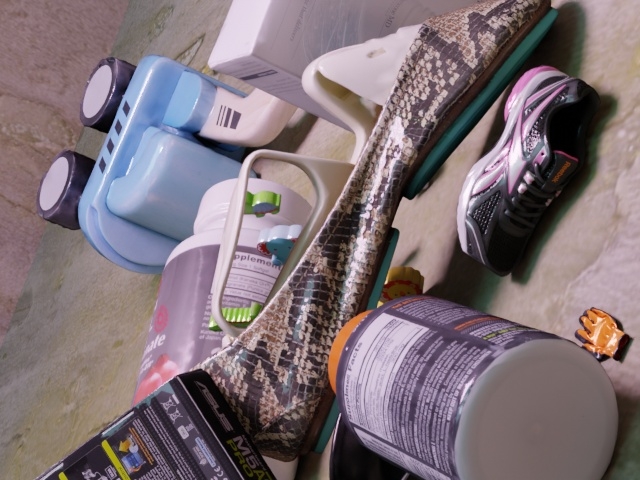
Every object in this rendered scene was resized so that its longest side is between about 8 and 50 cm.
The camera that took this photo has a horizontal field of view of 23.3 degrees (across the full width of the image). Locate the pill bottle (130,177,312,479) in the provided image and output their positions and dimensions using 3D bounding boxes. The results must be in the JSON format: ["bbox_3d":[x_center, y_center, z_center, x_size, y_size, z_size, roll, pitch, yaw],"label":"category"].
[{"bbox_3d":[-0.089,0.098,1.610,0.176,0.176,0.319,-44,29,50],"label":"pill bottle"}]

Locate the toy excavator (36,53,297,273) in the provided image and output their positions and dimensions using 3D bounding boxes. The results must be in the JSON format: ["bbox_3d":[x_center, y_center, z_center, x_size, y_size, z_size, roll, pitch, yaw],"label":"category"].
[{"bbox_3d":[-0.142,-0.141,2.064,0.445,0.222,0.433,25,91,58],"label":"toy excavator"}]

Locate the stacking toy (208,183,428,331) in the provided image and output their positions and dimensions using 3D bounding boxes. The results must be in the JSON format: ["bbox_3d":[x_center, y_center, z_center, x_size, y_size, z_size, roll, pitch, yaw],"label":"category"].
[{"bbox_3d":[0.000,0.000,1.502,0.221,0.052,0.167,-9,48,20],"label":"stacking toy"}]

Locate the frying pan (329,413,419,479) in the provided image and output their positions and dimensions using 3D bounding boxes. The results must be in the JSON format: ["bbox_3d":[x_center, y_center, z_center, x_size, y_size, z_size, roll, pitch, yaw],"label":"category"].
[{"bbox_3d":[0.074,0.176,1.266,0.197,0.053,0.326,-58,21,23],"label":"frying pan"}]

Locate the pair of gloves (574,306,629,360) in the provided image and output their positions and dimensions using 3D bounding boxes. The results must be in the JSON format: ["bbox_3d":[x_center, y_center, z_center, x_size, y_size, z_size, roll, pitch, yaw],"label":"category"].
[{"bbox_3d":[0.188,0.089,1.119,0.083,0.010,0.074,-65,19,9],"label":"pair of gloves"}]

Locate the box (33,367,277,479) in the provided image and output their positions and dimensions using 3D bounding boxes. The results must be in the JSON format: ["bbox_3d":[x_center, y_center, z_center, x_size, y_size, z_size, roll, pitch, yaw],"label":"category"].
[{"bbox_3d":[-0.115,0.275,1.279,0.216,0.270,0.060,-38,-11,18],"label":"box"}]

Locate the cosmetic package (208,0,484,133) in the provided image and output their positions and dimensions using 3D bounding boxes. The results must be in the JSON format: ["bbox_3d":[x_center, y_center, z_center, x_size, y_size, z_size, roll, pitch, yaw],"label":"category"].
[{"bbox_3d":[0.043,-0.236,1.563,0.138,0.224,0.224,2,70,68],"label":"cosmetic package"}]

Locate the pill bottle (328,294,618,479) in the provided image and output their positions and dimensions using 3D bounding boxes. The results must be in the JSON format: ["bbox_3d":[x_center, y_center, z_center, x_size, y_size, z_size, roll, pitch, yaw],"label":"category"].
[{"bbox_3d":[0.094,0.111,1.122,0.245,0.130,0.130,18,85,64],"label":"pill bottle"}]

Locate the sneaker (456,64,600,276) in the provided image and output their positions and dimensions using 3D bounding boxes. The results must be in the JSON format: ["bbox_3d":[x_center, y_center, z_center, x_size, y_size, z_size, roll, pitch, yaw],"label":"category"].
[{"bbox_3d":[0.171,-0.056,1.255,0.077,0.072,0.178,20,93,61],"label":"sneaker"}]

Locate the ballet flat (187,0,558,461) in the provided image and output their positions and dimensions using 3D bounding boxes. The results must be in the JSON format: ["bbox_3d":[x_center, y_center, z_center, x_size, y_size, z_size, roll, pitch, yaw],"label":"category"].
[{"bbox_3d":[0.026,-0.049,1.351,0.483,0.182,0.164,-61,-2,-7],"label":"ballet flat"}]
